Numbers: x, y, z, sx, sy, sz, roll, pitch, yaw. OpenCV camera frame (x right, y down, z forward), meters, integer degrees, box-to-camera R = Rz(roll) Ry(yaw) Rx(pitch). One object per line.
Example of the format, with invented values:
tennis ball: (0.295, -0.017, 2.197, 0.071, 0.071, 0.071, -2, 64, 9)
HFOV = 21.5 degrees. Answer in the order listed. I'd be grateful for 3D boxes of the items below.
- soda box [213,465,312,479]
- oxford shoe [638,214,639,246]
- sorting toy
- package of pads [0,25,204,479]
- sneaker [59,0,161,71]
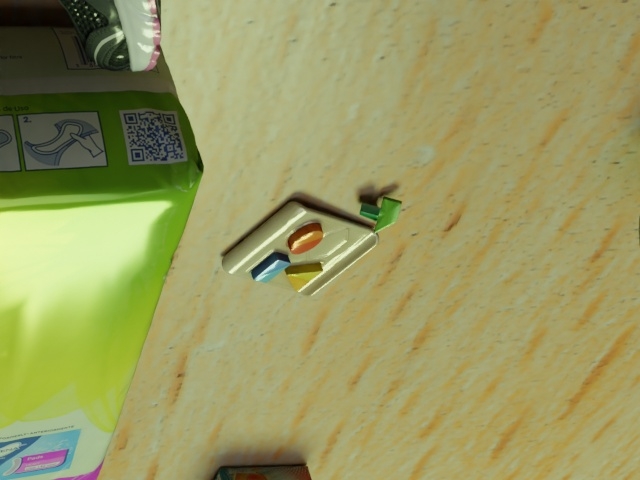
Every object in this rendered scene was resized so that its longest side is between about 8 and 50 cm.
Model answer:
soda box: (-0.060, 0.212, 1.063, 0.063, 0.058, 0.183, 2, 142, -26)
oxford shoe: (0.377, -0.041, 0.828, 0.449, 0.169, 0.130, -17, -178, 2)
sorting toy: (0.000, 0.000, 0.824, 0.062, 0.012, 0.083, 21, 131, -43)
package of pads: (-0.195, 0.034, 0.708, 0.229, 0.101, 0.296, -3, 143, -22)
sneaker: (-0.100, -0.128, 0.560, 0.077, 0.072, 0.178, -7, 139, 6)
